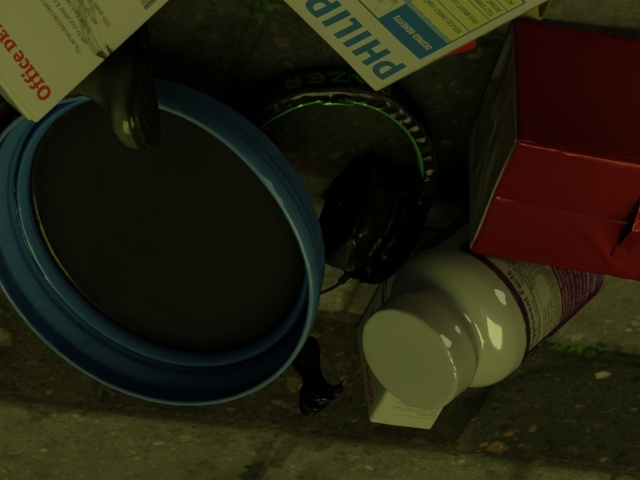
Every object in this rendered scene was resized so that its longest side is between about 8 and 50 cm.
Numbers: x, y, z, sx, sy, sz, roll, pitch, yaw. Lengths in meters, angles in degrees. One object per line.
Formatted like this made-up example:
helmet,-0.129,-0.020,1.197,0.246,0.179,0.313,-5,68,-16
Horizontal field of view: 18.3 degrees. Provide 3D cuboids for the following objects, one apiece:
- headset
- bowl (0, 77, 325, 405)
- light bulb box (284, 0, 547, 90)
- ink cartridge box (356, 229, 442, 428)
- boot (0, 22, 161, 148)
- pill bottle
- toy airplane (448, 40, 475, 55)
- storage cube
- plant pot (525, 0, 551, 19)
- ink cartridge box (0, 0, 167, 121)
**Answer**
headset,0.000,0.000,2.191,0.243,0.185,0.394,1,129,-8
bowl,-0.178,-0.001,2.125,0.391,0.077,0.391,12,125,17
light bulb box,0.092,-0.375,1.722,0.361,0.225,0.358,-26,137,24
ink cartridge box,0.118,0.108,2.363,0.086,0.148,0.203,8,138,-17
boot,-0.243,-0.152,1.937,0.161,0.246,0.083,-10,123,-2
pill bottle,0.183,0.057,2.177,0.169,0.301,0.169,25,133,30
toy airplane,0.108,-0.233,2.047,0.151,0.028,0.151,-4,140,-4
storage cube,0.272,-0.096,2.098,0.193,0.215,0.183,9,139,-8
plant pot,0.185,-0.291,1.926,0.095,0.134,0.134,16,141,11
ink cartridge box,-0.241,-0.255,1.833,0.237,0.100,0.172,-45,138,-10
